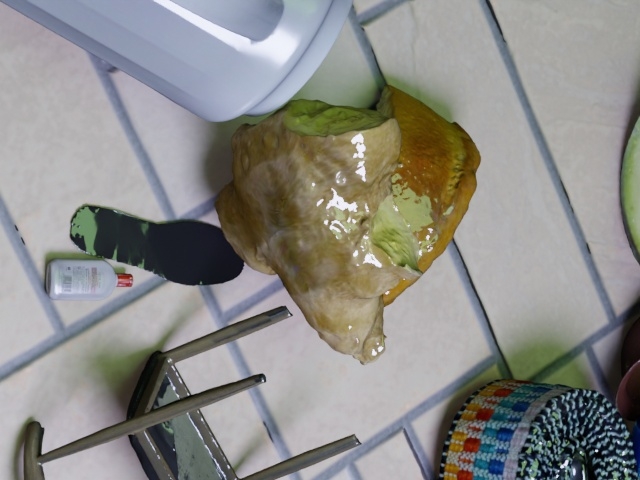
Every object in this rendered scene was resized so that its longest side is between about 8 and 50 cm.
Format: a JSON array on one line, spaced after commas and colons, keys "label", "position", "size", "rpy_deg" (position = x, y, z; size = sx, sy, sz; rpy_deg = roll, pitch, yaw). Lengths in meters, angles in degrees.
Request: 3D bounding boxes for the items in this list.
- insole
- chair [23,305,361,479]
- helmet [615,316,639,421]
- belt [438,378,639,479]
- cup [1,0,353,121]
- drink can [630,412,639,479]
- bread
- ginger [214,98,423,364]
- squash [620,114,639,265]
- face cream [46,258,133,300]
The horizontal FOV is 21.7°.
[{"label": "insole", "position": [-0.156, 0.006, 1.622], "size": [0.188, 0.004, 0.064], "rpy_deg": [14, 84, -29]}, {"label": "chair", "position": [-0.124, 0.202, 1.569], "size": [0.272, 0.166, 0.188], "rpy_deg": [-22, 107, 15]}, {"label": "helmet", "position": [0.399, 0.126, 1.886], "size": [0.175, 0.106, 0.155], "rpy_deg": [-27, 135, 6]}, {"label": "belt", "position": [0.234, 0.278, 1.775], "size": [0.207, 0.150, 0.257], "rpy_deg": [-7, 96, -39]}, {"label": "cup", "position": [-0.136, -0.254, 1.448], "size": [0.327, 0.323, 0.236], "rpy_deg": [29, 100, -26]}, {"label": "drink can", "position": [0.385, 0.275, 1.845], "size": [0.118, 0.118, 0.204], "rpy_deg": [1, 114, -30]}, {"label": "bread", "position": [0.077, -0.035, 1.681], "size": [0.129, 0.134, 0.260], "rpy_deg": [37, 74, -24]}, {"label": "ginger", "position": [0.000, 0.000, 1.560], "size": [0.123, 0.219, 0.270], "rpy_deg": [-26, 117, -51]}, {"label": "squash", "position": [0.560, -0.056, 1.888], "size": [0.384, 0.263, 0.263], "rpy_deg": [0, 92, -31]}, {"label": "face cream", "position": [-0.217, 0.037, 1.578], "size": [0.083, 0.021, 0.040], "rpy_deg": [2, 91, -30]}]
